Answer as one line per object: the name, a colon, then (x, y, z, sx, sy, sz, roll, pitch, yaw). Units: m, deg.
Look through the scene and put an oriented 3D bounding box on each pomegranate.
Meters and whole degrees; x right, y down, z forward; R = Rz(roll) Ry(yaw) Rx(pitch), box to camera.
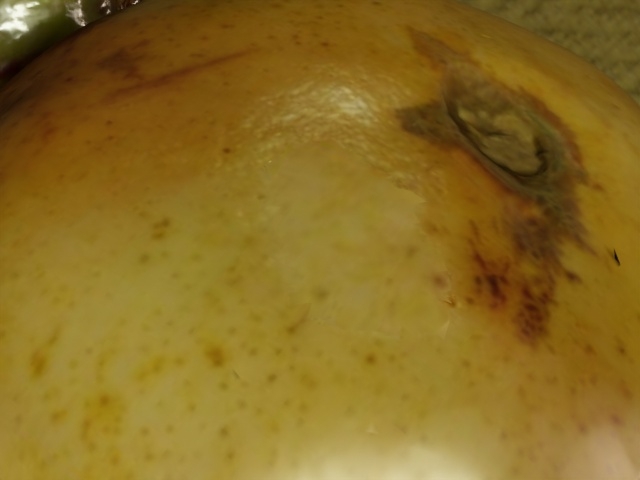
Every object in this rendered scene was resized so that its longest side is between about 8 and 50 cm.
pomegranate: (0.003, 0.093, 0.640, 0.417, 0.416, 0.416, 0, 91, 18)

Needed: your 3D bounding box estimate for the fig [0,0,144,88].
fig: (-0.180, -0.108, 0.758, 0.186, 0.142, 0.148, -21, 125, 15)
